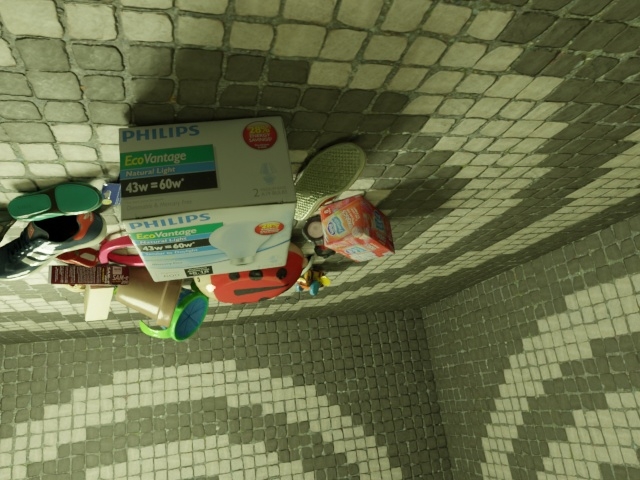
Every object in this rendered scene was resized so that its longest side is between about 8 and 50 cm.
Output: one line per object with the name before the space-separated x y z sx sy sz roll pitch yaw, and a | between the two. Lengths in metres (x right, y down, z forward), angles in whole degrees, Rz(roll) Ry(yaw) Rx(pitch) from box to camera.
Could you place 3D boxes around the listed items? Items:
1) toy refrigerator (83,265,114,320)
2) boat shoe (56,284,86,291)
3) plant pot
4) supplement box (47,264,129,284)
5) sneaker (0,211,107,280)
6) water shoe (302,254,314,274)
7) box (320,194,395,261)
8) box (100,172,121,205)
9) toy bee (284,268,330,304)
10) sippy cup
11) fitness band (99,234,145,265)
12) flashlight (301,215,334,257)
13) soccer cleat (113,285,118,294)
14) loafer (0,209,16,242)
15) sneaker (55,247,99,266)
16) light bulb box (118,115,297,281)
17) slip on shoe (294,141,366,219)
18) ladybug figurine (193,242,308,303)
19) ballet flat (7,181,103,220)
toy refrigerator | -0.895 0.217 1.980 0.094 0.102 0.270 -2 146 -30
boat shoe | -0.989 0.169 1.967 0.059 0.063 0.170 -8 163 22
plant pot | -0.672 0.192 1.933 0.229 0.263 0.263 17 155 -16
supplement box | -0.841 0.126 1.784 0.239 0.073 0.130 0 176 6
sneaker | -0.788 -0.006 1.358 0.349 0.131 0.148 -27 160 -4
water shoe | -0.114 0.120 2.166 0.080 0.073 0.203 43 115 -15
box | 0.133 -0.031 1.689 0.154 0.142 0.300 -16 161 24
box | -0.462 -0.130 1.300 0.225 0.037 0.136 0 160 -29
toy bee | -0.049 0.177 2.283 0.195 0.162 0.298 7 -166 4
sippy cup | -0.662 0.298 2.199 0.224 0.240 0.305 25 -178 18
fitness band | -0.663 0.039 1.717 0.208 0.054 0.291 -1 162 -22
flashlight | 0.000 0.000 1.808 0.103 0.103 0.304 17 166 9
soccer cleat | -0.850 0.166 2.029 0.072 0.060 0.179 39 132 -7
loafer | -0.930 -0.011 1.389 0.084 0.096 0.267 -8 163 -45
sneaker | -0.842 0.033 1.572 0.128 0.087 0.221 -4 151 29
light bulb box | -0.253 -0.084 1.159 0.357 0.226 0.361 -7 157 -10
slip on shoe | 0.018 -0.164 1.316 0.101 0.123 0.331 -35 177 -39
ladybug figurine | -0.267 0.126 1.857 0.448 0.162 0.305 -10 138 4
ballet flat | -0.666 -0.103 1.259 0.247 0.083 0.087 -9 -173 3
